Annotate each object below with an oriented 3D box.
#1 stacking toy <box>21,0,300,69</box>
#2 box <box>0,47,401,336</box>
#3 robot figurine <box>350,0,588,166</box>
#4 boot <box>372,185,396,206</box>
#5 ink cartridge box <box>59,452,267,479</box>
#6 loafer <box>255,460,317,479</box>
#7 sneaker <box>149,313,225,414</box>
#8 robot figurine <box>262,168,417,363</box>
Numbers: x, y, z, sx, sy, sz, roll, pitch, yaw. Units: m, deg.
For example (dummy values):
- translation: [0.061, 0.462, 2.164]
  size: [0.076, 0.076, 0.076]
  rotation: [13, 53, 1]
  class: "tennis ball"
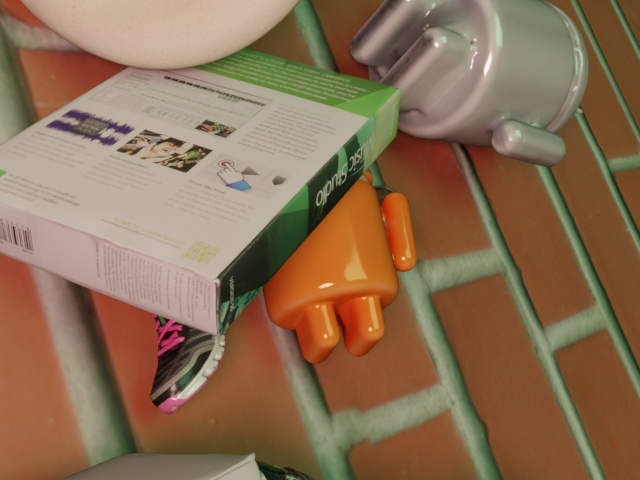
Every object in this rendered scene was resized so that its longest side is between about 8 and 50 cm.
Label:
- translation: [-0.083, -0.363, 0.874]
  size: [0.351, 0.350, 0.480]
  rotation: [57, 22, -2]
  class: "stacking toy"
- translation: [-0.098, -0.070, 0.700]
  size: [0.232, 0.058, 0.322]
  rotation: [19, 40, 19]
  class: "box"
- translation: [0.201, -0.220, 1.079]
  size: [0.353, 0.200, 0.300]
  rotation: [1, 58, -44]
  class: "robot figurine"
- translation: [0.046, -0.014, 0.926]
  size: [0.106, 0.037, 0.114]
  rotation: [22, 48, -18]
  class: "boot"
- translation: [-0.151, 0.260, 0.427]
  size: [0.307, 0.129, 0.223]
  rotation: [-11, 93, -56]
  class: "ink cartridge box"
- translation: [-0.004, 0.224, 0.645]
  size: [0.267, 0.096, 0.084]
  rotation: [22, 32, 7]
  class: "loafer"
- translation: [-0.117, 0.062, 0.702]
  size: [0.075, 0.063, 0.170]
  rotation: [38, 40, -23]
  class: "sneaker"
- translation: [-0.002, 0.000, 0.803]
  size: [0.128, 0.158, 0.219]
  rotation: [27, 46, -60]
  class: "robot figurine"
